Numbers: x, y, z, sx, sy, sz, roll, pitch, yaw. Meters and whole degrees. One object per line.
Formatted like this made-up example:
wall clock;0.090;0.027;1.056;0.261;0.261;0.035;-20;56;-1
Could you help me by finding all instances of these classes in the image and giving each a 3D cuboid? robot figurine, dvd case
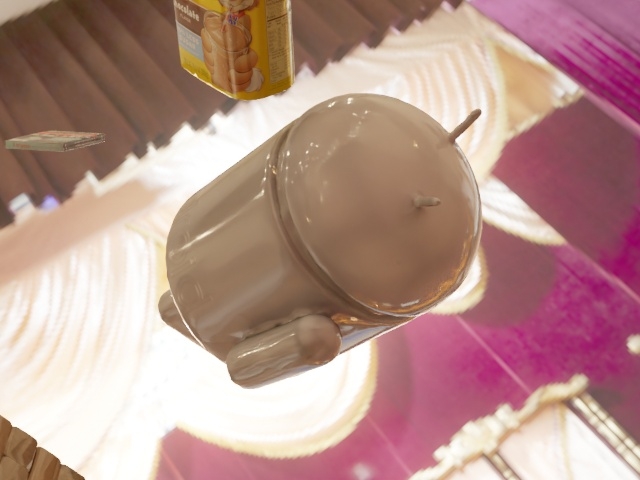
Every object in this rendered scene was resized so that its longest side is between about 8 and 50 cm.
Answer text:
robot figurine;0.000;0.000;1.056;0.199;0.300;0.353;34;-43;-25
dvd case;-0.357;-0.135;1.609;0.119;0.087;0.013;-33;-55;-71

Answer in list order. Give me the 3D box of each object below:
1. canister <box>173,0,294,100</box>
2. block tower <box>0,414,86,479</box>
canister;-0.075;-0.214;0.985;0.073;0.126;0.170;-25;-51;-30
block tower;-0.118;0.206;0.634;0.335;0.091;0.097;40;-74;-18
